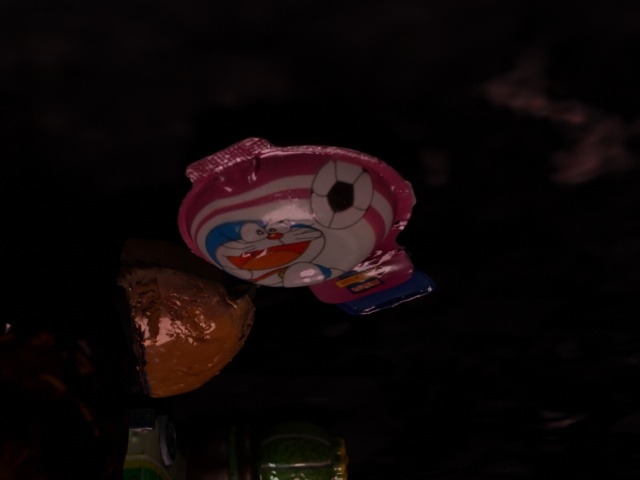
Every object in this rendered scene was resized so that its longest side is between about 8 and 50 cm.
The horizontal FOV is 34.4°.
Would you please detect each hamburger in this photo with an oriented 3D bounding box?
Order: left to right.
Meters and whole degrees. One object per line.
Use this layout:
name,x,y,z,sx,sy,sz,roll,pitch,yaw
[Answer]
hamburger,-0.092,0.064,0.765,0.102,0.087,0.176,0,147,-3

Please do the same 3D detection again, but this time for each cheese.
cheese,0.000,0.000,0.692,0.155,0.062,0.244,-19,147,21

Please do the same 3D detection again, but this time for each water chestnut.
water chestnut,-0.261,0.124,0.692,0.289,0.289,0.244,9,155,-21

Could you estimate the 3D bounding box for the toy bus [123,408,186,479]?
toy bus,-0.199,0.286,1.059,0.133,0.165,0.276,-6,149,6

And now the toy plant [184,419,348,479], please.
toy plant,-0.052,0.229,1.048,0.162,0.093,0.093,-3,150,0
